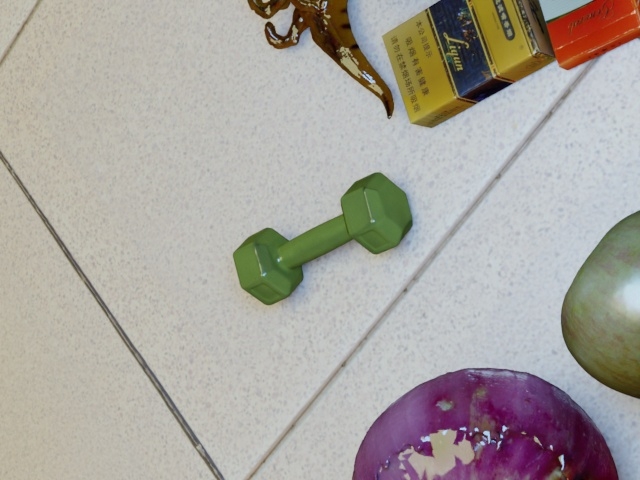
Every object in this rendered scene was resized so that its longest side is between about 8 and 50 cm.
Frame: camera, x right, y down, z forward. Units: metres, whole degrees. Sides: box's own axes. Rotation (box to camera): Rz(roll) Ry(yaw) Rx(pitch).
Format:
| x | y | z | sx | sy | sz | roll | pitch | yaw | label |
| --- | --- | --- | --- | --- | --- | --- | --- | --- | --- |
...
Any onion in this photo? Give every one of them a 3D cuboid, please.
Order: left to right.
| x | y | z | sx | sy | sz | roll | pitch | yaw | label |
| --- | --- | --- | --- | --- | --- | --- | --- | --- | --- |
| 0.233 | 0.335 | 1.859 | 0.358 | 0.345 | 0.358 | 11 | 110 | 31 | onion |

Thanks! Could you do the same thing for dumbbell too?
| x | y | z | sx | sy | sz | roll | pitch | yaw | label |
| --- | --- | --- | --- | --- | --- | --- | --- | --- | --- |
| 0.000 | 0.000 | 2.158 | 0.302 | 0.121 | 0.108 | -27 | 41 | 34 | dumbbell |

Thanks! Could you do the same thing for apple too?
| x | y | z | sx | sy | sz | roll | pitch | yaw | label |
| --- | --- | --- | --- | --- | --- | --- | --- | --- | --- |
| 0.437 | 0.090 | 1.727 | 0.234 | 0.257 | 0.257 | 38 | 110 | 19 | apple |

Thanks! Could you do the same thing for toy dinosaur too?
| x | y | z | sx | sy | sz | roll | pitch | yaw | label |
| --- | --- | --- | --- | --- | --- | --- | --- | --- | --- |
| -0.012 | -0.363 | 2.206 | 0.208 | 0.097 | 0.432 | -18 | 80 | 26 | toy dinosaur |

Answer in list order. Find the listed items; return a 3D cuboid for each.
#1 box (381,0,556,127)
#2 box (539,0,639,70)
| x | y | z | sx | sy | sz | roll | pitch | yaw | label |
| --- | --- | --- | --- | --- | --- | --- | --- | --- | --- |
| 0.216 | -0.284 | 2.039 | 0.237 | 0.070 | 0.152 | -28 | 70 | 35 | box |
| 0.364 | -0.377 | 1.950 | 0.139 | 0.035 | 0.245 | -25 | 72 | 33 | box |
